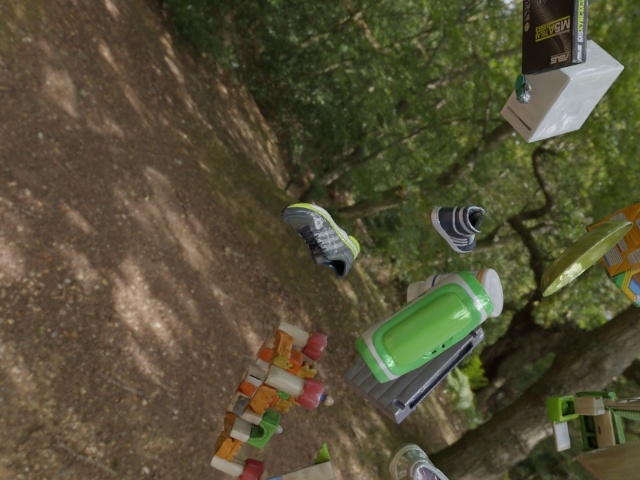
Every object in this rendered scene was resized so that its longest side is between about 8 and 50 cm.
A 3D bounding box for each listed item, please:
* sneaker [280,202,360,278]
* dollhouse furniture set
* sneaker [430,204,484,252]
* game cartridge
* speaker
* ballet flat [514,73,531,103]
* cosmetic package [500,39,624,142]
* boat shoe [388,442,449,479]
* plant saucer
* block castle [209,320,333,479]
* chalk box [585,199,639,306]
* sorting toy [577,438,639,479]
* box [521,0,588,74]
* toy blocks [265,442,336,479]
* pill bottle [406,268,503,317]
[{"bbox_3d":[0.000,0.000,1.666,0.300,0.111,0.121,36,49,-29],"label":"sneaker"},{"bbox_3d":[0.714,0.435,1.332,0.198,0.302,0.151,6,75,-40],"label":"dollhouse furniture set"},{"bbox_3d":[0.502,-0.035,1.951,0.282,0.153,0.099,33,61,-44],"label":"sneaker"},{"bbox_3d":[0.258,0.326,1.623,0.230,0.355,0.068,24,-34,51],"label":"game cartridge"},{"bbox_3d":[0.228,0.190,1.275,0.131,0.297,0.131,57,1,-2],"label":"speaker"},{"bbox_3d":[0.533,-0.393,1.509,0.041,0.041,0.114,52,36,-33],"label":"ballet flat"},{"bbox_3d":[0.667,-0.418,1.607,0.138,0.224,0.224,58,-31,26],"label":"cosmetic package"},{"bbox_3d":[0.261,0.580,1.233,0.320,0.118,0.103,60,-13,-10],"label":"boat shoe"},{"bbox_3d":[0.571,0.032,1.262,0.037,0.241,0.241,53,4,23],"label":"plant saucer"},{"bbox_3d":[-0.133,0.495,1.736,0.213,0.453,0.303,27,26,-10],"label":"block castle"},{"bbox_3d":[0.881,0.049,1.558,0.289,0.179,0.180,33,37,-39],"label":"chalk box"},{"bbox_3d":[0.496,0.369,0.875,0.132,0.275,0.046,-126,-151,-67],"label":"sorting toy"},{"bbox_3d":[0.541,-0.491,1.341,0.191,0.045,0.184,-151,-119,-73],"label":"box"},{"bbox_3d":[-0.059,0.807,1.641,0.190,0.261,0.381,86,-11,-74],"label":"toy blocks"},{"bbox_3d":[0.419,0.175,1.818,0.152,0.272,0.152,18,67,-51],"label":"pill bottle"}]
